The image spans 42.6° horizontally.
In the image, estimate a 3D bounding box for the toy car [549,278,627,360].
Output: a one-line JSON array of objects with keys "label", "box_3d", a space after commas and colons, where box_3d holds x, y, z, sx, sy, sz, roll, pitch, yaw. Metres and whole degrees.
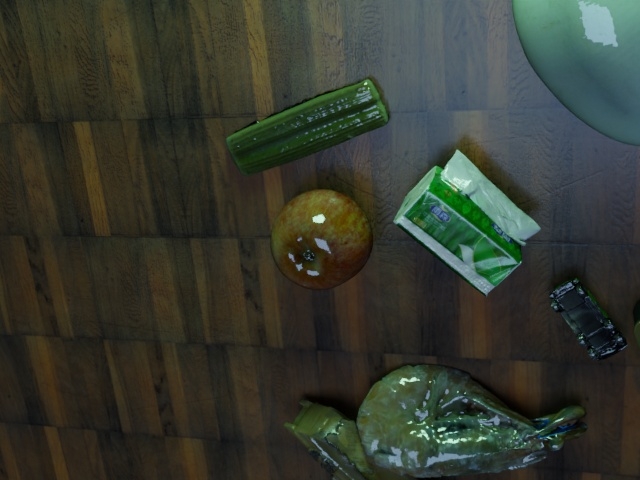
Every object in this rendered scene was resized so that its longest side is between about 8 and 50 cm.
[{"label": "toy car", "box_3d": [0.488, 0.140, 1.501, 0.071, 0.062, 0.165, -36, 99, 25]}]

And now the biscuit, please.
[{"label": "biscuit", "box_3d": [-0.034, -0.204, 1.518, 0.323, 0.038, 0.099, -18, 109, 21]}]

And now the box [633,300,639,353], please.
[{"label": "box", "box_3d": [0.663, 0.162, 1.446, 0.201, 0.090, 0.144, -16, 107, 21]}]

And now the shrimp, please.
[{"label": "shrimp", "box_3d": [0.293, 0.357, 1.621, 0.446, 0.110, 0.221, -1, 77, 9]}]

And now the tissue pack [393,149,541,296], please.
[{"label": "tissue pack", "box_3d": [0.262, -0.038, 1.442, 0.209, 0.148, 0.156, 40, 117, -2]}]

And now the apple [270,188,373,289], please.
[{"label": "apple", "box_3d": [0.000, 0.000, 1.518, 0.188, 0.174, 0.188, 7, 115, 16]}]

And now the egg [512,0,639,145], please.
[{"label": "egg", "box_3d": [0.437, -0.302, 1.237, 0.230, 0.230, 0.371, -33, 108, 25]}]

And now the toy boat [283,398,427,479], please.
[{"label": "toy boat", "box_3d": [0.117, 0.498, 1.727, 0.445, 0.136, 0.162, 42, 151, -5]}]
